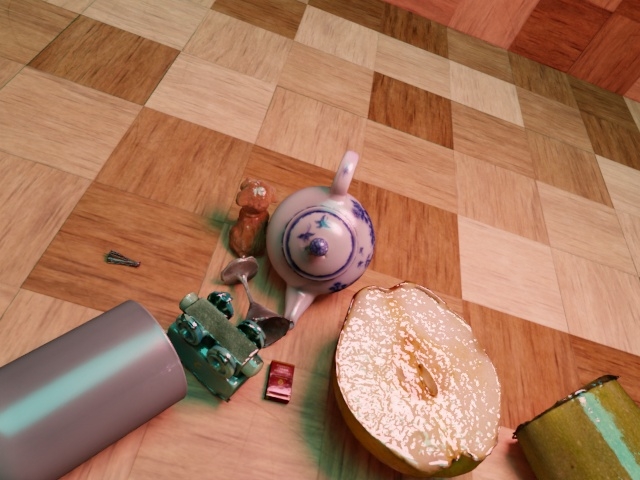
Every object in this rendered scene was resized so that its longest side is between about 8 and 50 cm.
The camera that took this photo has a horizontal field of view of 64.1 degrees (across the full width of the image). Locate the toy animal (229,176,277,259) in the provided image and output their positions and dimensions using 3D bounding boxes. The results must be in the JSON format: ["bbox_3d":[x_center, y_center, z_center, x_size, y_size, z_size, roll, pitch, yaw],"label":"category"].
[{"bbox_3d":[-0.162,-0.041,1.201,0.104,0.185,0.184,17,48,-10],"label":"toy animal"}]

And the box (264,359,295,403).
[{"bbox_3d":[-0.084,0.293,1.062,0.051,0.023,0.082,15,48,-9],"label":"box"}]

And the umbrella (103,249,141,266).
[{"bbox_3d":[-0.440,0.042,1.131,0.083,0.020,0.031,22,47,-11],"label":"umbrella"}]

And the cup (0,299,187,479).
[{"bbox_3d":[-0.405,0.254,0.838,0.312,0.205,0.205,-28,67,-37],"label":"cup"}]

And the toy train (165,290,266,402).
[{"bbox_3d":[-0.203,0.201,0.993,0.203,0.163,0.112,42,48,12],"label":"toy train"}]

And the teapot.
[{"bbox_3d":[0.000,0.000,1.158,0.252,0.424,0.280,21,5,0],"label":"teapot"}]

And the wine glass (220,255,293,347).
[{"bbox_3d":[-0.148,0.132,1.117,0.122,0.122,0.183,-5,49,-26],"label":"wine glass"}]

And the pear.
[{"bbox_3d":[0.170,0.294,1.052,0.340,0.191,0.386,-2,53,-19],"label":"pear"}]

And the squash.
[{"bbox_3d":[0.592,0.497,1.011,0.263,0.263,0.384,-9,55,-29],"label":"squash"}]
